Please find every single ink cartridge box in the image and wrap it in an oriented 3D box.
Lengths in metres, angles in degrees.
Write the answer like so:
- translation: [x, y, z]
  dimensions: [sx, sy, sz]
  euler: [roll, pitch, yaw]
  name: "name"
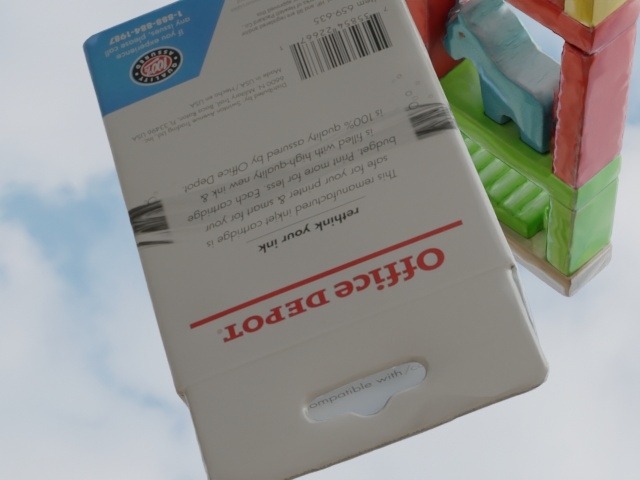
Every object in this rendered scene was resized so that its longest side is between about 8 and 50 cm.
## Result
- translation: [0.000, 0.000, 0.572]
  dimensions: [0.104, 0.060, 0.180]
  euler: [-21, -125, 3]
  name: "ink cartridge box"

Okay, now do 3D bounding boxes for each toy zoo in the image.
- translation: [0.038, -0.124, 0.696]
  dimensions: [0.192, 0.030, 0.293]
  euler: [38, -27, 28]
  name: "toy zoo"
